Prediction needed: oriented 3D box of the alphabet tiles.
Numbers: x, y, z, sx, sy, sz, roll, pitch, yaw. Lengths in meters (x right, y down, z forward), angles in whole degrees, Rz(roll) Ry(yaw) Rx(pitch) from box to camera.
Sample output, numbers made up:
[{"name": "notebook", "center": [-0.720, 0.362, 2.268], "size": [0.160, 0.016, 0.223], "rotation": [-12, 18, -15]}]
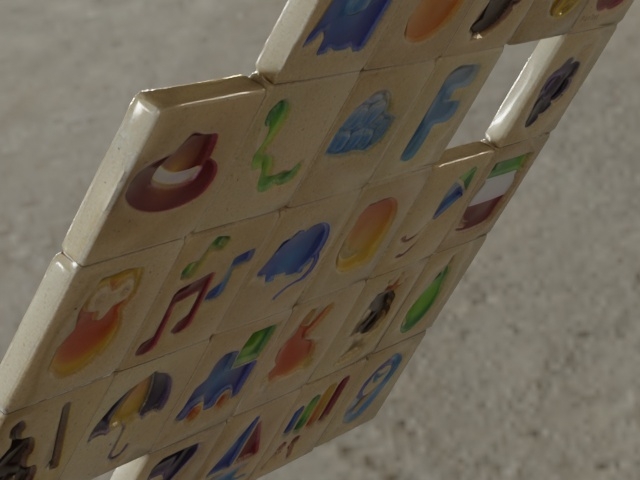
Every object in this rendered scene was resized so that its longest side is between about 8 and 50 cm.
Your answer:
[{"name": "alphabet tiles", "center": [0.000, 0.000, 0.478], "size": [0.009, 0.198, 0.237], "rotation": [40, 27, 19]}]
